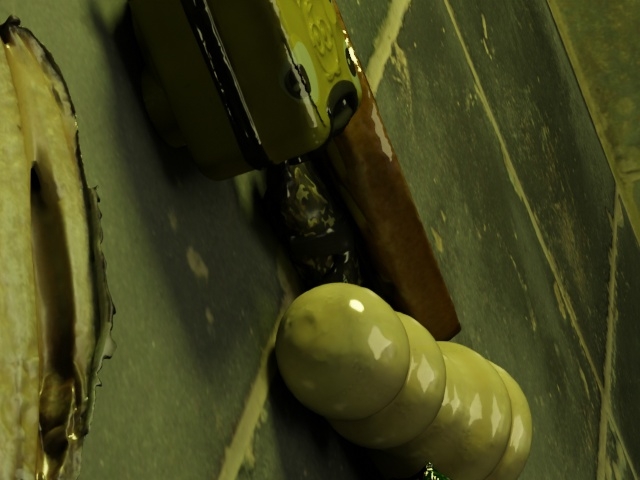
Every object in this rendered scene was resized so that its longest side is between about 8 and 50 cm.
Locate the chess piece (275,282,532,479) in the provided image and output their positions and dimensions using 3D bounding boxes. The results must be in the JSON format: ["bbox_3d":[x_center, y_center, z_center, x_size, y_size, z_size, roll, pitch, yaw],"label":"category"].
[{"bbox_3d":[0.064,0.140,1.640,0.299,0.167,0.167,37,40,-51],"label":"chess piece"}]

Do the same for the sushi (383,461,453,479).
[{"bbox_3d":[0.111,0.300,1.646,0.225,0.127,0.124,53,28,-42],"label":"sushi"}]

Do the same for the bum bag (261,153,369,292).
[{"bbox_3d":[0.000,0.001,1.674,0.248,0.069,0.102,61,6,-37],"label":"bum bag"}]

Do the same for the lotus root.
[{"bbox_3d":[-0.210,0.017,1.068,0.167,0.078,0.329,16,58,-41],"label":"lotus root"}]

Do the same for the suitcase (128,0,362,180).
[{"bbox_3d":[-0.070,-0.171,1.503,0.194,0.143,0.235,-47,117,-69],"label":"suitcase"}]

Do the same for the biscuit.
[{"bbox_3d":[0.046,-0.074,1.816,0.350,0.070,0.394,-106,174,-56],"label":"biscuit"}]
